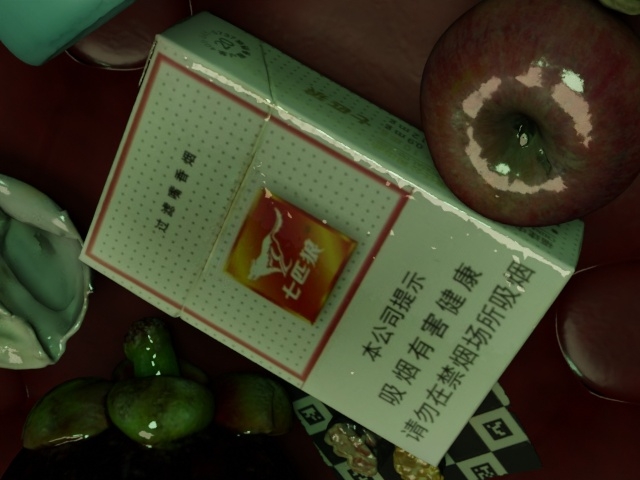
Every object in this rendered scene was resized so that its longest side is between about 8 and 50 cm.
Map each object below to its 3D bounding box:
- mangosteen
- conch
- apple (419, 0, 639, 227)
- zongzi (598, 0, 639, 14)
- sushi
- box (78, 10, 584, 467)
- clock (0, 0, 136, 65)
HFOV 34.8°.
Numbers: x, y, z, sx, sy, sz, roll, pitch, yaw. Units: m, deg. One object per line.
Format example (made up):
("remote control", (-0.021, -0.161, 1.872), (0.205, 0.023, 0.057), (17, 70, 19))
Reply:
("mangosteen", (-0.153, 0.245, 0.918), (0.300, 0.300, 0.300), (11, 125, 16))
("conch", (-0.330, 0.018, 0.908), (0.275, 0.182, 0.149), (41, 159, 1))
("apple", (0.141, -0.089, 0.658), (0.153, 0.120, 0.153), (12, 121, 21))
("zongzi", (0.140, -0.289, 0.545), (0.288, 0.134, 0.286), (38, 151, 31))
("sushi", (0.065, 0.166, 0.905), (0.210, 0.040, 0.192), (-17, 113, 31))
("box", (0.000, 0.000, 0.777), (0.330, 0.095, 0.210), (31, 121, 5))
("clock", (-0.119, -0.190, 0.603), (0.224, 0.274, 0.094), (-25, 110, 35))
